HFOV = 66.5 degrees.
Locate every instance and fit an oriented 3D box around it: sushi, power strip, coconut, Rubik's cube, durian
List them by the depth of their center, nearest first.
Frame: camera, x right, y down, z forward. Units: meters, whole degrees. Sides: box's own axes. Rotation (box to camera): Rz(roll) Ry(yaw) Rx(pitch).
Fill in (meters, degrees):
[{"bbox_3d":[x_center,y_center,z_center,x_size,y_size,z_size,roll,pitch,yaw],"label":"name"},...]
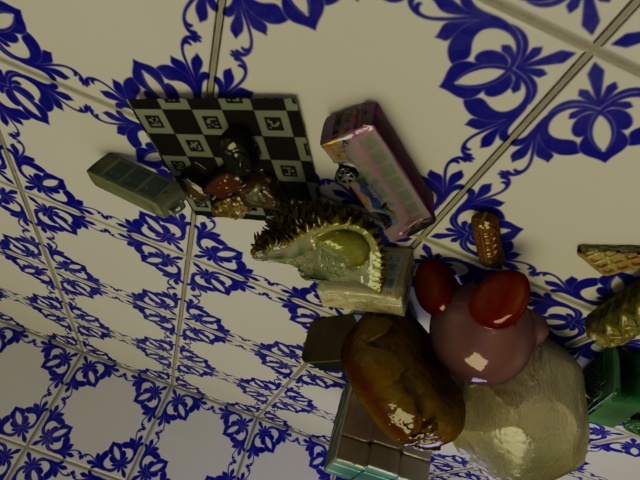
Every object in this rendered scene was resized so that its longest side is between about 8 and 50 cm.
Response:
[{"bbox_3d":[0.000,0.000,0.971,0.306,0.167,0.172,9,-171,-31],"label":"durian"},{"bbox_3d":[-0.181,-0.127,0.996,0.343,0.064,0.359,5,145,15],"label":"sushi"},{"bbox_3d":[-0.402,-0.122,1.062,0.272,0.078,0.052,23,148,28],"label":"power strip"},{"bbox_3d":[0.476,0.417,1.200,0.346,0.360,0.346,11,146,8],"label":"coconut"},{"bbox_3d":[0.212,0.695,1.752,0.315,0.319,0.322,16,147,3],"label":"Rubik's cube"}]

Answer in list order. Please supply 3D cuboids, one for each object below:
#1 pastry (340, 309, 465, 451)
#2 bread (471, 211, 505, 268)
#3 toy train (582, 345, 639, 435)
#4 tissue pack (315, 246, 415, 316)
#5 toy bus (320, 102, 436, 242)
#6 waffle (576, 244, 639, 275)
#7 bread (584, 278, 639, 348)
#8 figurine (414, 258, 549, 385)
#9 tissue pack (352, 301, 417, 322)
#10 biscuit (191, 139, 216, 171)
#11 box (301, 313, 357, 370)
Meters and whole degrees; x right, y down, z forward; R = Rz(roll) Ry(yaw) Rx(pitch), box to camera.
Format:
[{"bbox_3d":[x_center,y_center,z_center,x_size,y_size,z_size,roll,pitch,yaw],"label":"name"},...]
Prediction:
[{"bbox_3d":[0.192,0.301,1.103,0.356,0.356,0.164,38,112,-25],"label":"pastry"},{"bbox_3d":[0.332,0.001,0.966,0.052,0.044,0.157,-4,140,24],"label":"bread"},{"bbox_3d":[0.764,0.378,1.199,0.201,0.145,0.266,14,145,13],"label":"toy train"},{"bbox_3d":[0.104,0.084,1.102,0.196,0.148,0.092,6,140,20],"label":"tissue pack"},{"bbox_3d":[0.110,-0.112,0.878,0.112,0.090,0.274,-17,134,29],"label":"toy bus"},{"bbox_3d":[0.570,0.021,0.898,0.097,0.023,0.152,35,144,-24],"label":"waffle"},{"bbox_3d":[0.626,0.127,0.949,0.098,0.087,0.269,-12,151,-14],"label":"bread"},{"bbox_3d":[0.334,0.196,1.053,0.269,0.211,0.261,9,154,50],"label":"figurine"},{"bbox_3d":[0.178,0.211,1.317,0.155,0.065,0.115,1,139,27],"label":"tissue pack"},{"bbox_3d":[-0.240,-0.180,1.015,0.046,0.016,0.089,23,146,-11],"label":"biscuit"},{"bbox_3d":[0.054,0.307,1.444,0.201,0.144,0.090,-16,136,39],"label":"box"}]
